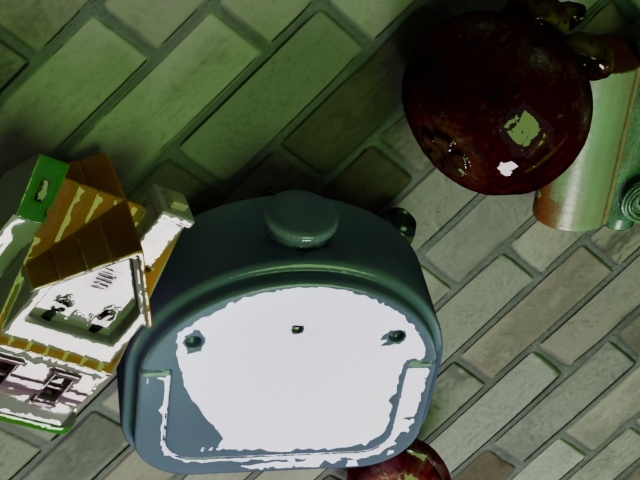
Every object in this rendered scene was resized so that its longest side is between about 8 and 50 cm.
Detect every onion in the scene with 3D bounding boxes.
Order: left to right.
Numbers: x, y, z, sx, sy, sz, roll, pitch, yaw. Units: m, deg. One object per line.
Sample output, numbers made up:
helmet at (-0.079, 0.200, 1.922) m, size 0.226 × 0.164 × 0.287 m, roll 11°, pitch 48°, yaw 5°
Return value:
onion at (0.109, 0.336, 2.259) m, size 0.150 × 0.140 × 0.150 m, roll 1°, pitch 97°, yaw 4°

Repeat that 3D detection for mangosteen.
mangosteen at (0.217, -0.173, 1.805) m, size 0.257 × 0.215 × 0.215 m, roll -44°, pitch 139°, yaw -18°

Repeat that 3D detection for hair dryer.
hair dryer at (-0.001, 0.016, 1.951) m, size 0.199 × 0.067 × 0.167 m, roll 11°, pitch 127°, yaw -23°

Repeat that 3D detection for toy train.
toy train at (0.346, -0.126, 1.983) m, size 0.177 × 0.116 × 0.285 m, roll -4°, pitch 131°, yaw -11°

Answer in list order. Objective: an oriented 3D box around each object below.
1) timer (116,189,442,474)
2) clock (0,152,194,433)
timer at (-0.046, 0.095, 1.884) m, size 0.395 × 0.173 × 0.395 m, roll -5°, pitch 134°, yaw -6°
clock at (-0.283, 0.036, 1.724) m, size 0.235 × 0.166 × 0.309 m, roll 21°, pitch 122°, yaw -40°
